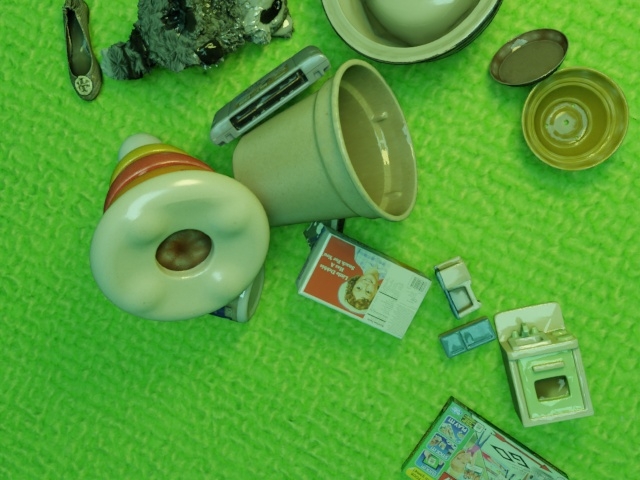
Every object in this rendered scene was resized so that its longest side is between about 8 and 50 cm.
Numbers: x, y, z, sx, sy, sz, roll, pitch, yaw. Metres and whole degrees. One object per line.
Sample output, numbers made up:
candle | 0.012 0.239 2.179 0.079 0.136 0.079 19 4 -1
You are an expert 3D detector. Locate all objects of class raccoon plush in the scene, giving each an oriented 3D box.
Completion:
raccoon plush | -0.279 -0.508 1.508 0.446 0.299 0.216 5 113 39

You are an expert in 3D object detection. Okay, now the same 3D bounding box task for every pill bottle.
pill bottle | -0.274 0.088 1.525 0.264 0.153 0.153 14 96 7

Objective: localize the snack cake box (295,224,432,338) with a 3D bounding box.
snack cake box | 0.094 0.094 1.468 0.264 0.089 0.152 26 98 -13

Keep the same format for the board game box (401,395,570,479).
board game box | 0.377 0.539 1.519 0.317 0.046 0.214 33 97 4

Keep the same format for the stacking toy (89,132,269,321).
stacking toy | -0.336 -0.093 1.420 0.350 0.480 0.351 -14 130 -17

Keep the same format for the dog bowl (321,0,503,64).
dog bowl | 0.207 -0.560 1.366 0.407 0.150 0.409 2 94 26

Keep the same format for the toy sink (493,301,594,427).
toy sink | 0.485 0.268 1.441 0.152 0.131 0.234 -12 92 8

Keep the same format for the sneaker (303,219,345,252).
sneaker | 0.000 0.000 1.530 0.086 0.064 0.192 14 100 21

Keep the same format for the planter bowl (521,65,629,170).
planter bowl | 0.538 -0.258 1.417 0.217 0.090 0.217 1 95 8

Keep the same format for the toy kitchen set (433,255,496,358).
toy kitchen set | 0.295 0.154 1.441 0.122 0.166 0.207 -25 90 9

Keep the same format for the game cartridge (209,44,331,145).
game cartridge | -0.116 -0.325 1.449 0.297 0.198 0.062 -34 115 8

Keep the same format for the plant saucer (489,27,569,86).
plant saucer | 0.448 -0.386 1.407 0.168 0.168 0.029 -32 132 9

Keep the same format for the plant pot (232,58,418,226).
plant pot | -0.005 -0.166 1.385 0.305 0.333 0.334 -15 92 31

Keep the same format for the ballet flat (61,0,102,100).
ballet flat | -0.579 -0.462 1.575 0.084 0.058 0.250 -5 93 9
